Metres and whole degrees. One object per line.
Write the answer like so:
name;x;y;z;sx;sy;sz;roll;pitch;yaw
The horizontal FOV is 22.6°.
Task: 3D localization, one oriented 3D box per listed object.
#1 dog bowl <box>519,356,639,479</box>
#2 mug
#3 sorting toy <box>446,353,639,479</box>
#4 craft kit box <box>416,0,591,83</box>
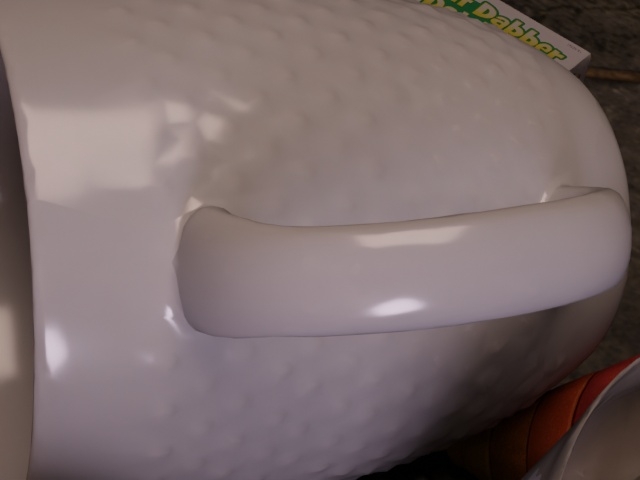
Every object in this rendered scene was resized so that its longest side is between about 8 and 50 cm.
dog bowl;0.206;0.219;0.717;0.349;0.102;0.349;16;56;-26
mug;0.000;0.000;0.809;0.328;0.276;0.374;-4;5;-21
sorting toy;0.075;0.196;0.821;0.126;0.127;0.365;1;39;32
craft kit box;0.025;-0.124;1.146;0.250;0.061;0.246;34;45;20
